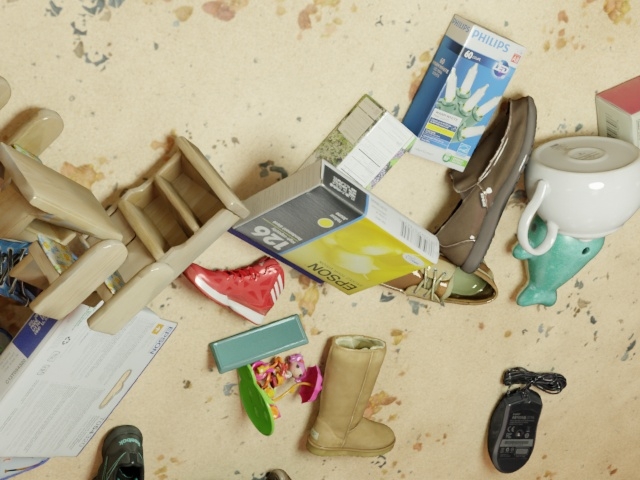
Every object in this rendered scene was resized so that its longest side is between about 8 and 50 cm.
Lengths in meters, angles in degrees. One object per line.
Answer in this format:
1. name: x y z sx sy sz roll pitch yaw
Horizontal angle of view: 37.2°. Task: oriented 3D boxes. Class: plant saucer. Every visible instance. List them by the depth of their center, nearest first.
1. plant saucer: -0.121 0.204 1.893 0.192 0.067 0.018 -18 164 -15

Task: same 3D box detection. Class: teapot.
1. teapot: 0.514 -0.083 1.859 0.256 0.252 0.187 0 116 11

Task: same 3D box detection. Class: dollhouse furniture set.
1. dollhouse furniture set: -0.326 -0.068 1.473 0.256 0.362 0.394 -43 154 5

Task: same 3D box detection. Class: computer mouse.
1. computer mouse: 0.475 0.429 2.299 0.188 0.072 0.272 10 101 -27

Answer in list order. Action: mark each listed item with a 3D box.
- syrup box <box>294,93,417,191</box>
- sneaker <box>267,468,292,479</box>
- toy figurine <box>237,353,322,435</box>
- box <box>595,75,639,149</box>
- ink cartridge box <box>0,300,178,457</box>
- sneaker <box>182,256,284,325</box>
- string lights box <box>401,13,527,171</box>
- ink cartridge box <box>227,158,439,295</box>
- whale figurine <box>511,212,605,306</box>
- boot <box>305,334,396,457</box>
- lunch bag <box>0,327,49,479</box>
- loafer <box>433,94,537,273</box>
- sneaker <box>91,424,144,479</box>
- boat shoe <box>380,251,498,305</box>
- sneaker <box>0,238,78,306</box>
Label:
1. syrup box: 0.053 -0.142 1.750 0.096 0.093 0.237 36 100 -36
2. sneaker: -0.069 0.569 2.142 0.071 0.066 0.188 -29 133 -27
3. toy figurine: -0.074 0.290 1.957 0.159 0.130 0.173 -22 101 -27
4. box: 0.702 -0.259 1.956 0.232 0.127 0.149 -24 125 -11
5. ink cartridge box: -0.433 0.228 1.629 0.324 0.071 0.330 -52 159 1
6. sneaker: -0.155 0.063 1.796 0.128 0.087 0.221 -53 138 1
7. string lights box: 0.259 -0.273 1.776 0.133 0.077 0.260 15 111 -29
8. ink cartridge box: 0.000 0.000 1.719 0.303 0.072 0.307 31 139 -34
9. whale figurine: 0.511 0.036 2.031 0.216 0.141 0.272 3 115 -26
10. boot: 0.097 0.338 2.057 0.236 0.089 0.269 1 113 -35
11. lunch bag: -0.613 0.311 1.703 0.243 0.115 0.303 -23 126 -17
12. loafer: 0.315 -0.119 1.854 0.130 0.134 0.366 22 97 5
13. sneaker: -0.413 0.502 1.910 0.101 0.106 0.267 1 119 -27
14. boat shoe: 0.230 0.066 1.936 0.324 0.120 0.123 7 115 -28
15. sneaker: -0.501 0.029 1.523 0.330 0.147 0.130 16 88 -45
